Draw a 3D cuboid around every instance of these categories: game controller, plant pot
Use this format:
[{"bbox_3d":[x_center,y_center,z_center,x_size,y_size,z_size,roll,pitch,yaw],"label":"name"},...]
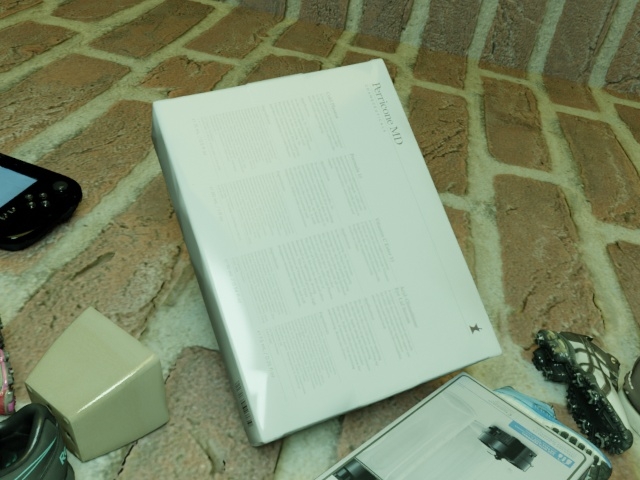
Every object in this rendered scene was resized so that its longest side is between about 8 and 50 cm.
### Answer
[{"bbox_3d":[-0.515,-0.079,1.029,0.319,0.067,0.166,18,31,13],"label":"game controller"},{"bbox_3d":[-0.228,0.153,0.712,0.109,0.109,0.096,28,46,26],"label":"plant pot"}]

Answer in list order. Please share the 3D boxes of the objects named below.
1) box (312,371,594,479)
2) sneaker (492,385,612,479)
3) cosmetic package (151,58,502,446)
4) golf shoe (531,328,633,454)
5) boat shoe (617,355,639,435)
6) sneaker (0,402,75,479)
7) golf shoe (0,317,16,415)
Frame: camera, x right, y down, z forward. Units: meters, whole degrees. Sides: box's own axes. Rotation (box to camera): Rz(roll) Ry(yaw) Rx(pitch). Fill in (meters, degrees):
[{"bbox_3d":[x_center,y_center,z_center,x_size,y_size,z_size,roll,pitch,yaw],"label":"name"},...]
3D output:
[{"bbox_3d":[0.113,0.255,0.666,0.169,0.087,0.290,33,37,32],"label":"box"},{"bbox_3d":[0.262,0.214,0.813,0.162,0.063,0.073,33,33,32],"label":"sneaker"},{"bbox_3d":[0.000,0.000,0.799,0.284,0.097,0.377,-16,77,-18],"label":"cosmetic package"},{"bbox_3d":[0.347,0.176,0.882,0.093,0.077,0.198,-4,34,-11],"label":"golf shoe"},{"bbox_3d":[0.475,0.245,0.798,0.116,0.097,0.324,-4,34,-23],"label":"boat shoe"},{"bbox_3d":[-0.330,0.215,0.565,0.101,0.106,0.267,34,38,30],"label":"sneaker"},{"bbox_3d":[-0.378,0.115,0.750,0.086,0.068,0.186,-8,36,-27],"label":"golf shoe"}]
